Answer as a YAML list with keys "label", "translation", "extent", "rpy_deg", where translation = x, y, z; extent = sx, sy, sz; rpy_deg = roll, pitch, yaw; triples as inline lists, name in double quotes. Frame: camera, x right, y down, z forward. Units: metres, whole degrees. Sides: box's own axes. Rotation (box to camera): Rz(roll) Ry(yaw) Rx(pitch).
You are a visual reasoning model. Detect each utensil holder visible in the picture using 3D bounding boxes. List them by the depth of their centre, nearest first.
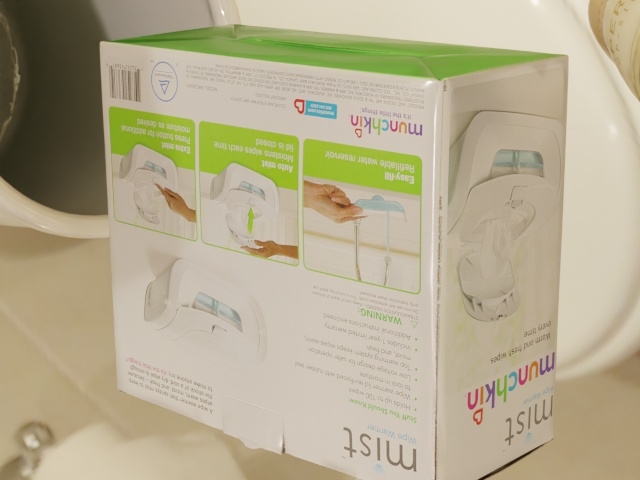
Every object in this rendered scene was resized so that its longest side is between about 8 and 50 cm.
- label: "utensil holder"
  translation: [-0.318, -0.174, 1.359]
  extent: [0.386, 0.328, 0.327]
  rpy_deg: [5, 115, 48]

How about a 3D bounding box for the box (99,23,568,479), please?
- label: "box"
  translation: [0.000, 0.000, 0.823]
  extent: [0.262, 0.127, 0.231]
  rpy_deg: [11, 110, 41]

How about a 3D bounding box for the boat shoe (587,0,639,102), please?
- label: "boat shoe"
  translation: [0.296, -0.068, 0.713]
  extent: [0.121, 0.341, 0.110]
  rpy_deg: [-64, 21, 15]
